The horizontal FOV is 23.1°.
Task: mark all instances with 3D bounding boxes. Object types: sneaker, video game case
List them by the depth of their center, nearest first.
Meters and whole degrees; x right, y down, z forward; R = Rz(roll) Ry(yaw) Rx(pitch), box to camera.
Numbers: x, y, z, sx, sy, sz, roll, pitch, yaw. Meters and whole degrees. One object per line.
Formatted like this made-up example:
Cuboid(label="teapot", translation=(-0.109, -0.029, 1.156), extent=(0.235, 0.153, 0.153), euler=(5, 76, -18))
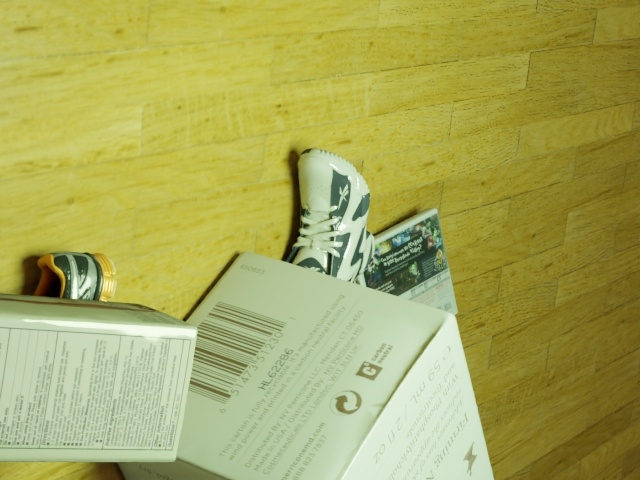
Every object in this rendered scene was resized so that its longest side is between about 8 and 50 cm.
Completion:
Cuboid(label="sneaker", translation=(-0.294, 0.110, 1.705), extent=(0.083, 0.084, 0.215), euler=(19, 83, -45))
Cuboid(label="sneaker", translation=(0.000, 0.000, 2.099), extent=(0.235, 0.094, 0.153), euler=(80, 29, -50))
Cuboid(label="video game case", translation=(0.124, 0.063, 2.334), extent=(0.190, 0.022, 0.173), euler=(-27, 111, -40))

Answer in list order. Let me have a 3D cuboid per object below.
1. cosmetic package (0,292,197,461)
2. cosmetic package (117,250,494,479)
Cuboid(label="cosmetic package", translation=(-0.288, 0.136, 1.580), extent=(0.296, 0.129, 0.153), euler=(8, 95, -39))
Cuboid(label="cosmetic package", translation=(-0.010, 0.287, 1.986), extent=(0.329, 0.327, 0.394), euler=(-53, 144, -32))
